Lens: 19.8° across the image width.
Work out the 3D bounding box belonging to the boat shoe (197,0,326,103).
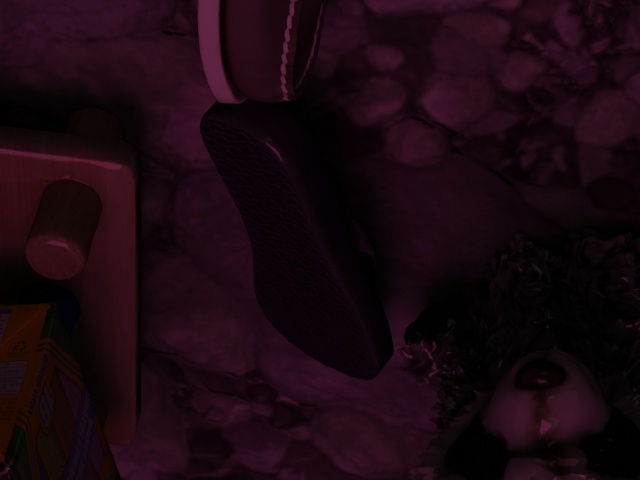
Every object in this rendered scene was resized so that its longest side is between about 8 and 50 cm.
[{"bbox_3d":[0.001,-0.199,0.910,0.097,0.116,0.324,11,128,5],"label":"boat shoe"}]

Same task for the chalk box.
[{"bbox_3d":[-0.202,0.156,1.091,0.132,0.132,0.213,-3,133,10],"label":"chalk box"}]

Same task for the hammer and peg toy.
[{"bbox_3d":[-0.235,0.064,1.187,0.266,0.127,0.361,6,133,3],"label":"hammer and peg toy"}]

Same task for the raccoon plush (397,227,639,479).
[{"bbox_3d":[0.197,0.206,1.113,0.216,0.299,0.446,-20,126,26],"label":"raccoon plush"}]

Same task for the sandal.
[{"bbox_3d":[0.001,0.000,1.110,0.097,0.054,0.254,26,151,30],"label":"sandal"}]
